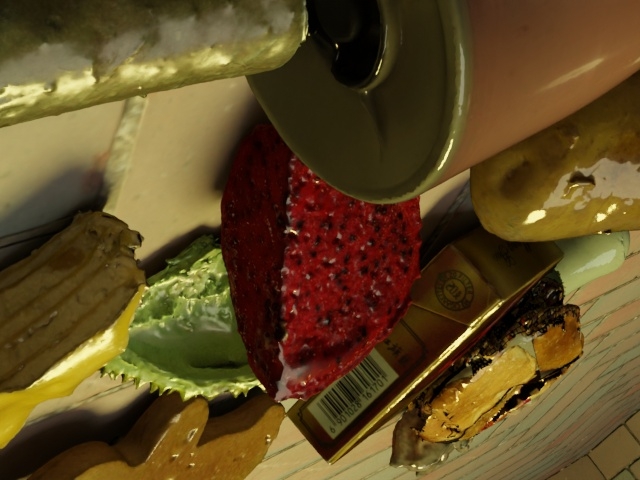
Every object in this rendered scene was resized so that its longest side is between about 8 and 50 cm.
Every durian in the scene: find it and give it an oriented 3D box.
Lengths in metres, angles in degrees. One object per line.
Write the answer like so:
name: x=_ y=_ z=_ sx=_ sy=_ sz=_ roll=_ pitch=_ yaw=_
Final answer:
durian: x=-0.047 y=0.037 z=0.631 sx=0.215 sy=0.086 sz=0.100 roll=-27 pitch=143 yaw=-17

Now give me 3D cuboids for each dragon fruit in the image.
dragon fruit: x=0.000 y=0.000 z=0.577 sx=0.106 sy=0.083 sz=0.162 roll=-8 pitch=105 yaw=-35

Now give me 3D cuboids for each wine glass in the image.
wine glass: x=0.289 y=-0.021 z=0.981 sx=0.195 sy=0.079 sz=0.079 roll=-31 pitch=157 yaw=-10

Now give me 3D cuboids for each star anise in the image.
star anise: x=0.185 y=0.217 z=1.289 sx=0.236 sy=0.093 sz=0.229 roll=-20 pitch=154 yaw=-29

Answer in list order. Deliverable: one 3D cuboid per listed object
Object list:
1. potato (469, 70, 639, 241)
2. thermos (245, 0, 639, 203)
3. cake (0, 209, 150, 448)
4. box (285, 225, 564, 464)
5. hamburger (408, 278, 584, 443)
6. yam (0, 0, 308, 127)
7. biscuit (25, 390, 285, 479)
potato: x=0.183 y=-0.063 z=0.698 sx=0.176 sy=0.137 sz=0.137 roll=-3 pitch=147 yaw=-17
thermos: x=0.099 y=-0.124 z=0.434 sx=0.265 sy=0.146 sz=0.176 roll=-25 pitch=164 yaw=-29
cake: x=-0.156 y=0.070 z=0.537 sx=0.185 sy=0.080 sz=0.116 roll=-37 pitch=155 yaw=-7
box: x=0.092 y=0.083 z=0.893 sx=0.240 sy=0.071 sz=0.159 roll=-49 pitch=163 yaw=30
hamburger: x=0.175 y=0.119 z=1.070 sx=0.231 sy=0.107 sz=0.231 roll=-25 pitch=155 yaw=-13
yam: x=-0.094 y=-0.075 z=0.351 sx=0.169 sy=0.068 sz=0.068 roll=-16 pitch=151 yaw=-25
biscuit: x=-0.140 y=0.196 z=0.809 sx=0.301 sy=0.049 sz=0.197 roll=6 pitch=113 yaw=-62
